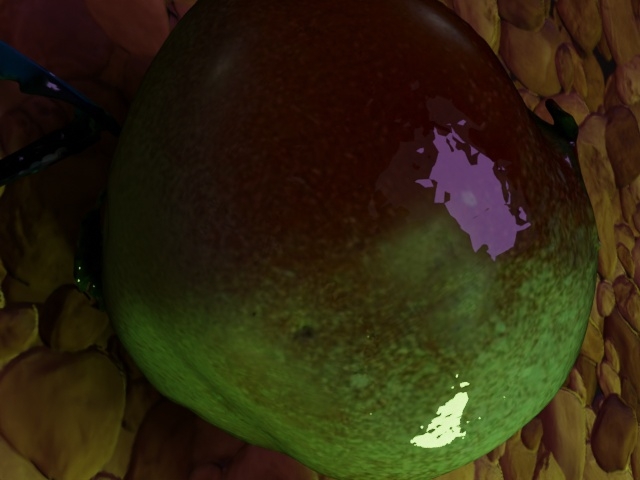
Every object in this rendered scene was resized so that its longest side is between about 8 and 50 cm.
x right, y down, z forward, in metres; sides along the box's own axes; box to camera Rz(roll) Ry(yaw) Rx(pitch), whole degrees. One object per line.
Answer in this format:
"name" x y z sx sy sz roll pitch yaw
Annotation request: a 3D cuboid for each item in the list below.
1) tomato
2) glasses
"tomato" 0.000 0.000 0.817 0.239 0.303 0.303 -44 118 -20
"glasses" -0.196 -0.039 0.715 0.239 0.102 0.207 20 67 -56
